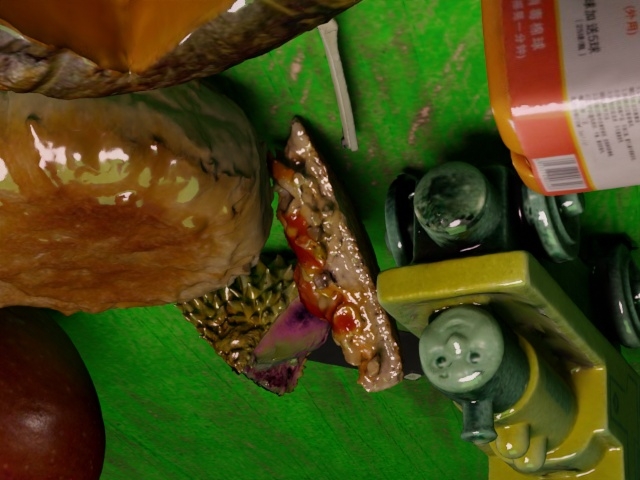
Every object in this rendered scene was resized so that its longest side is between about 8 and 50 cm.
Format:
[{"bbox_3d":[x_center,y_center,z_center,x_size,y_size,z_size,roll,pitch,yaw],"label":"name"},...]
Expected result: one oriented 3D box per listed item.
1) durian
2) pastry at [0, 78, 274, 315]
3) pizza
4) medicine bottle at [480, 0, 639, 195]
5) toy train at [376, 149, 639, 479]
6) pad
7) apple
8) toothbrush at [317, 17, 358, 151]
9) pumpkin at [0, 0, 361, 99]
[{"bbox_3d":[-0.043,0.049,1.277,0.108,0.119,0.186,-43,162,3],"label":"durian"},{"bbox_3d":[-0.154,-0.040,1.010,0.235,0.121,0.257,-21,148,31],"label":"pastry"},{"bbox_3d":[0.000,0.000,1.103,0.062,0.188,0.199,-22,122,3],"label":"pizza"},{"bbox_3d":[0.199,-0.117,0.796,0.222,0.149,0.112,-8,155,16],"label":"medicine bottle"},{"bbox_3d":[0.151,0.081,1.143,0.150,0.237,0.369,-9,155,24],"label":"toy train"},{"bbox_3d":[0.040,0.103,1.484,0.193,0.004,0.116,14,152,-28],"label":"pad"},{"bbox_3d":[-0.333,0.165,1.291,0.317,0.288,0.288,27,145,-33],"label":"apple"},{"bbox_3d":[0.007,-0.123,0.933,0.028,0.026,0.294,-15,157,-5],"label":"toothbrush"},{"bbox_3d":[-0.086,-0.183,0.562,0.320,0.192,0.320,-6,150,-4],"label":"pumpkin"}]
